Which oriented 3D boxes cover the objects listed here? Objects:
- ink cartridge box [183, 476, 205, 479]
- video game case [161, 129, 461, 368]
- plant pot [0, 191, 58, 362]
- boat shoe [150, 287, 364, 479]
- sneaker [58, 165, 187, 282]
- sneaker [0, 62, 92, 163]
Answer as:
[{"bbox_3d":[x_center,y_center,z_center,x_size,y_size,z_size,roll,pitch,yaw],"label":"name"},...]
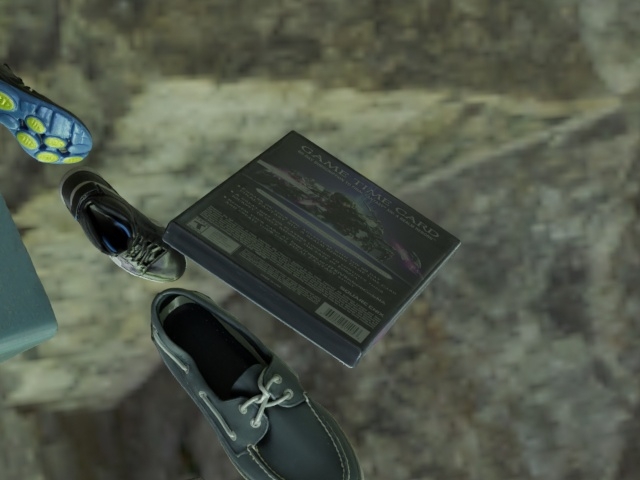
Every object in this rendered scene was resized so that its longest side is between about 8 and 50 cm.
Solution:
[{"bbox_3d":[-0.237,0.495,2.561,0.130,0.271,0.309,-43,-117,52],"label":"ink cartridge box"},{"bbox_3d":[0.000,0.000,1.722,0.196,0.274,0.026,34,-63,8],"label":"video game case"},{"bbox_3d":[-0.453,0.045,1.864,0.248,0.252,0.247,-26,-93,48],"label":"plant pot"},{"bbox_3d":[-0.078,0.171,2.095,0.319,0.116,0.099,48,-6,23],"label":"boat shoe"},{"bbox_3d":[-0.244,0.005,2.475,0.079,0.217,0.121,-45,-149,5],"label":"sneaker"},{"bbox_3d":[-0.317,-0.146,2.032,0.067,0.188,0.078,-50,-160,27],"label":"sneaker"}]
